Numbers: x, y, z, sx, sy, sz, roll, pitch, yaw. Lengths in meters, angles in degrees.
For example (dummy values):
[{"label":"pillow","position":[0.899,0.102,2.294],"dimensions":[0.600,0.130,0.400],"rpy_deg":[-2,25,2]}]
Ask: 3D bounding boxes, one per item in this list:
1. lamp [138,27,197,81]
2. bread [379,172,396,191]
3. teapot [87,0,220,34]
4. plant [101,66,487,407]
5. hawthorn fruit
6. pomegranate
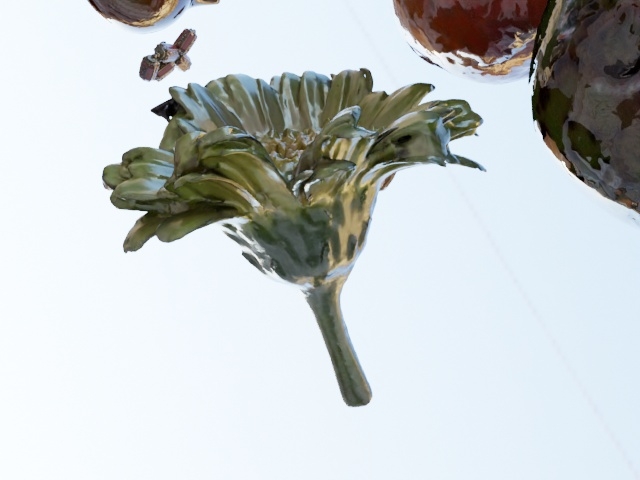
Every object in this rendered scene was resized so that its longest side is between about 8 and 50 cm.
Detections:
[{"label":"lamp","position":[-0.178,-0.209,1.690],"dimensions":[0.031,0.083,0.063],"rpy_deg":[37,-41,15]},{"label":"bread","position":[0.048,-0.119,1.878],"dimensions":[0.044,0.129,0.126],"rpy_deg":[-16,-96,43]},{"label":"teapot","position":[-0.176,-0.307,1.411],"dimensions":[0.135,0.252,0.178],"rpy_deg":[-17,-128,16]},{"label":"plant","position":[-0.016,-0.043,1.213],"dimensions":[0.297,0.306,0.261],"rpy_deg":[78,-10,-47]},{"label":"hawthorn fruit","position":[0.172,-0.300,1.290],"dimensions":[0.276,0.276,0.307],"rpy_deg":[4,-66,56]},{"label":"pomegranate","position":[0.287,-0.129,1.062],"dimensions":[0.242,0.306,0.242],"rpy_deg":[17,-63,35]}]
